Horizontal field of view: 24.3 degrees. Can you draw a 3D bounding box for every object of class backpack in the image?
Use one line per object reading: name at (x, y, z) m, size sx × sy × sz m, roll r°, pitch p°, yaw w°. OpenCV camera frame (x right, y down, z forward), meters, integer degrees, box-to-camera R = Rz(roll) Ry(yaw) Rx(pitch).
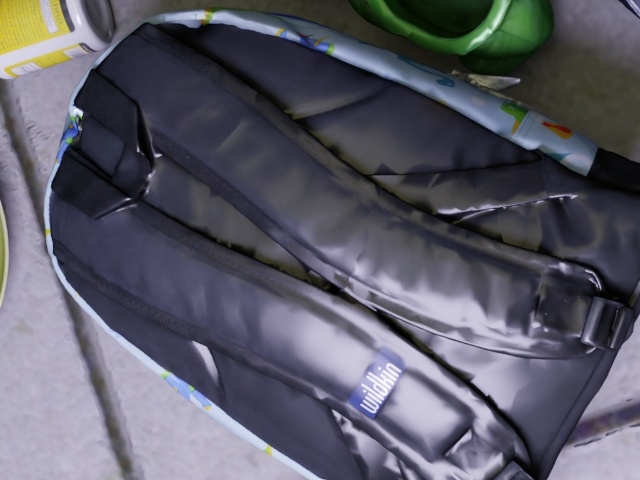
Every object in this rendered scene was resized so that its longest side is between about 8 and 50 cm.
backpack at (0.000, 0.000, 0.942) m, size 0.355 × 0.273 × 0.290 m, roll 23°, pitch 105°, yaw -4°

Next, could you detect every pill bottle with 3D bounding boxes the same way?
pill bottle at (-0.218, -0.157, 1.098) m, size 0.116 × 0.065 × 0.065 m, roll -15°, pitch 82°, yaw 14°

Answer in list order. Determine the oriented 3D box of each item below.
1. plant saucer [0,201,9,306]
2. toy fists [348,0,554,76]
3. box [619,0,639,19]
plant saucer at (-0.339, 0.014, 1.139) m, size 0.240 × 0.037 × 0.241 m, roll -1°, pitch 86°, yaw 16°
toy fists at (0.028, -0.197, 0.991) m, size 0.279 × 0.142 × 0.096 m, roll 30°, pitch 110°, yaw 16°
box at (0.189, -0.362, 0.845) m, size 0.312 × 0.179 × 0.343 m, roll -40°, pitch 118°, yaw 11°
